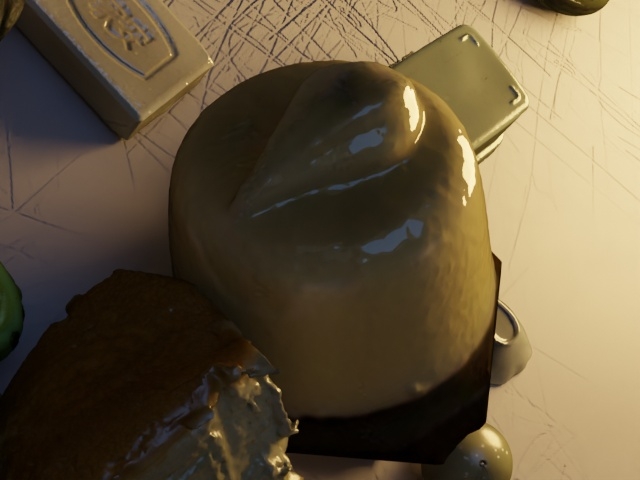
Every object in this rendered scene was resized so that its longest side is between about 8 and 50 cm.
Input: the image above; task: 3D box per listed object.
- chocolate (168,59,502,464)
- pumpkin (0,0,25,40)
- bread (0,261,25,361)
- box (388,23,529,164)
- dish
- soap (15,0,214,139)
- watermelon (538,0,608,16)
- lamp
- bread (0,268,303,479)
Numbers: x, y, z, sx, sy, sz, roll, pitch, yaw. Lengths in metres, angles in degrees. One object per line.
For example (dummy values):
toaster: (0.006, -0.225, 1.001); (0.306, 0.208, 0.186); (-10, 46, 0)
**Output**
chocolate: (0.000, 0.000, 1.644); (0.314, 0.297, 0.326); (4, 60, 11)
pumpkin: (-0.393, -0.292, 1.648); (0.296, 0.296, 0.296); (11, 62, -22)
bread: (-0.333, 0.057, 1.635); (0.139, 0.071, 0.130); (40, 52, -3)
box: (0.105, -0.123, 1.911); (0.210, 0.129, 0.148); (-36, 85, -34)
dish: (0.174, 0.082, 1.904); (0.091, 0.039, 0.137); (-25, 82, -33)
soap: (-0.212, -0.205, 1.827); (0.183, 0.064, 0.121); (47, 57, 0)
watermelon: (0.291, -0.304, 2.126); (0.111, 0.078, 0.078); (10, 63, -21)
lamp: (0.141, 0.189, 1.819); (0.091, 0.091, 0.163); (13, 46, -21)
bread: (-0.169, 0.193, 1.521); (0.279, 0.250, 0.225); (-36, 128, -18)
